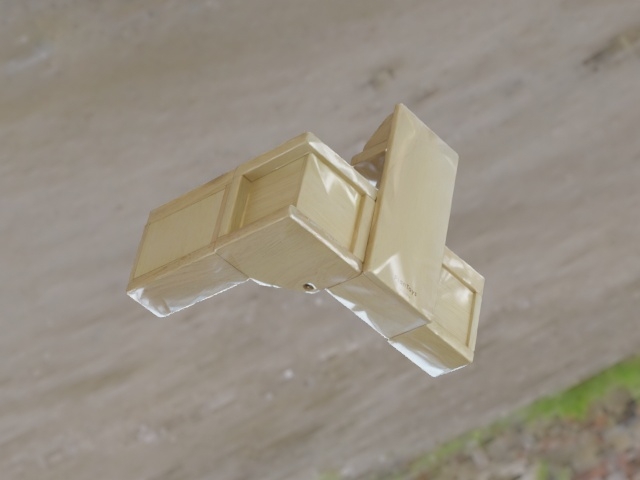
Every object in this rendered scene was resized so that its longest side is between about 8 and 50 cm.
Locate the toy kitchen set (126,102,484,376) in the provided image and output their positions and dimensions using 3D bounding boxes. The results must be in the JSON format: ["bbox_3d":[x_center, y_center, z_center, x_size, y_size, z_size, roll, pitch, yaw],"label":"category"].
[{"bbox_3d":[0.000,0.000,0.578,0.075,0.068,0.083,-24,129,38],"label":"toy kitchen set"}]
